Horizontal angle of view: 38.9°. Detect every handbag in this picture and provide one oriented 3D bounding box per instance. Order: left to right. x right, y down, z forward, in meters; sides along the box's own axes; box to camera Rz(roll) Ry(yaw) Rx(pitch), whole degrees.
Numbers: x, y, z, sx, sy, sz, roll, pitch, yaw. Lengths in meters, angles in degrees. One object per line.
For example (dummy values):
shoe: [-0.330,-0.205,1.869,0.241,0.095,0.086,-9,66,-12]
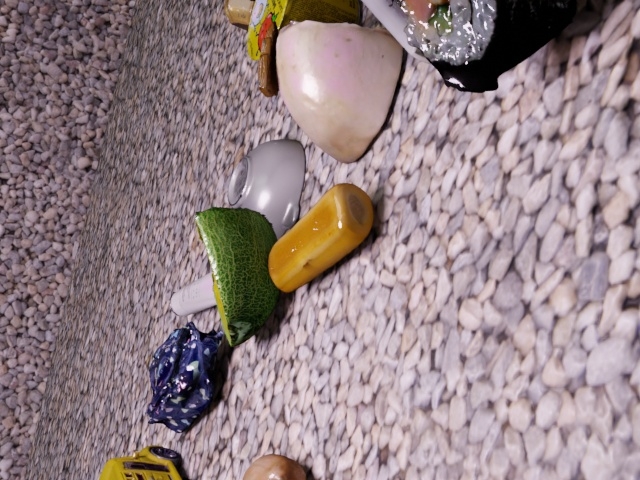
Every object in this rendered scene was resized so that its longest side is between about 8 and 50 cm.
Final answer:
handbag: [-0.260,0.252,1.699,0.260,0.113,0.162,130,153,-56]

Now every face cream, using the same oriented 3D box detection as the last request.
face cream: [-0.218,0.100,1.777,0.243,0.058,0.092,-26,48,51]

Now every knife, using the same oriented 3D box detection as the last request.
knife: [0.113,-0.322,1.303,0.041,0.073,0.266,-54,32,21]

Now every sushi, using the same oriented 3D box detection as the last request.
sushi: [0.201,-0.306,0.983,0.238,0.218,0.225,38,150,37]

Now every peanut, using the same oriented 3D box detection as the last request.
peanut: [-0.069,0.341,1.283,0.152,0.076,0.076,157,125,-66]

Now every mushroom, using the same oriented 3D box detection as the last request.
mushroom: [-0.005,-0.220,1.381,0.236,0.162,0.173,-21,55,63]

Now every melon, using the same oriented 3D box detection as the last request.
melon: [-0.116,0.068,1.482,0.265,0.129,0.169,92,162,-59]

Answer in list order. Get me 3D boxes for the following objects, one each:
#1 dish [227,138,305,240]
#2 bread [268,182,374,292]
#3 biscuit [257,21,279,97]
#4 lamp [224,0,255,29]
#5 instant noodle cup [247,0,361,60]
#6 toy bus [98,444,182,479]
dish: [-0.114,-0.083,1.621,0.236,0.086,0.228,6,81,66]
bread: [0.000,0.000,1.341,0.239,0.073,0.093,-40,57,53]
biscuit: [-0.079,-0.271,1.408,0.130,0.019,0.120,-75,-17,-52]
lamp: [-0.097,-0.491,1.750,0.161,0.161,0.185,25,98,65]
instant noodle cup: [-0.025,-0.372,1.539,0.182,0.144,0.182,-43,40,50]
toy bus: [-0.311,0.479,1.619,0.331,0.151,0.145,25,101,65]
